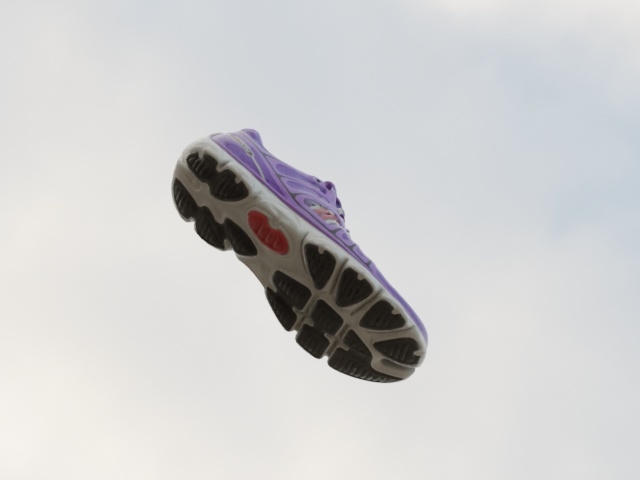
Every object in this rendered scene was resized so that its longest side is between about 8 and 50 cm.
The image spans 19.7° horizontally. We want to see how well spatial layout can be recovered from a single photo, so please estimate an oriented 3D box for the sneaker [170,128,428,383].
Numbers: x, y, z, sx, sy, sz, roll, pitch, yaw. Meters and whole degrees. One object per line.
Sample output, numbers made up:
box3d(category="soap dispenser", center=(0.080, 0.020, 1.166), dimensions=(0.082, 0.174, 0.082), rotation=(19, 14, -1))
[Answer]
box3d(category="sneaker", center=(0.000, 0.000, 0.969), dimensions=(0.170, 0.071, 0.068), rotation=(47, -45, 11))
